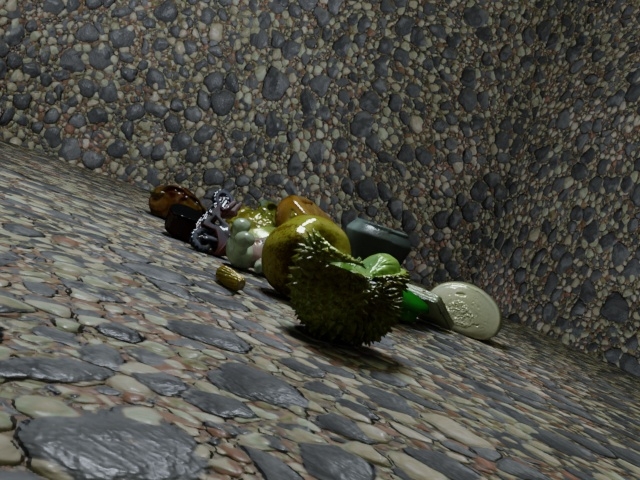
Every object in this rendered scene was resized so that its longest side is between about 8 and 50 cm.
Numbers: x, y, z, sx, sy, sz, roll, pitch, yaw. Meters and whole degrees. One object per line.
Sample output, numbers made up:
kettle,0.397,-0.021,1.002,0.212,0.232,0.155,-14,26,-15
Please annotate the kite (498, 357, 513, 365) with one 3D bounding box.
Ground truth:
kite,0.488,0.319,1.739,0.044,0.002,0.078,20,2,0

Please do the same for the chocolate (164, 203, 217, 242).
chocolate,-0.367,-0.037,1.817,0.149,0.080,0.125,30,15,22

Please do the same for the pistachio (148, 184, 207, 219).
pistachio,-0.483,-0.116,2.250,0.210,0.130,0.165,20,-38,-3

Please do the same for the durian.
durian,0.043,0.088,1.127,0.200,0.176,0.237,10,-8,29

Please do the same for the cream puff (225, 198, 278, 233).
cream puff,-0.183,-0.041,2.229,0.282,0.185,0.282,19,0,0

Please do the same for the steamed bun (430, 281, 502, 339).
steamed bun,0.463,0.214,2.121,0.250,0.154,0.200,24,3,19

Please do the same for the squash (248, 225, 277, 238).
squash,-0.135,0.046,1.863,0.237,0.204,0.155,13,46,-57

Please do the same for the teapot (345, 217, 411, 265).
teapot,0.124,0.073,1.641,0.171,0.225,0.203,17,4,-23

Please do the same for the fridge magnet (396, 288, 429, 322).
fridge magnet,0.194,0.162,1.803,0.208,0.088,0.208,20,1,0

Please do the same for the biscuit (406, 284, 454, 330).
biscuit,0.315,0.193,1.936,0.121,0.040,0.199,23,-19,33

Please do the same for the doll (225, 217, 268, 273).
doll,-0.135,0.038,1.687,0.275,0.113,0.155,24,21,-42

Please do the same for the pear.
pear,-0.035,0.043,1.452,0.197,0.197,0.197,20,2,-1

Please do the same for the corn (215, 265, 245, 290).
corn,-0.176,0.074,1.292,0.037,0.037,0.092,19,3,-38

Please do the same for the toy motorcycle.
toy motorcycle,-0.265,-0.039,1.760,0.118,0.212,0.084,36,-42,-17

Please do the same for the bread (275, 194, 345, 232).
bread,-0.005,0.006,2.072,0.328,0.148,0.337,42,7,5
